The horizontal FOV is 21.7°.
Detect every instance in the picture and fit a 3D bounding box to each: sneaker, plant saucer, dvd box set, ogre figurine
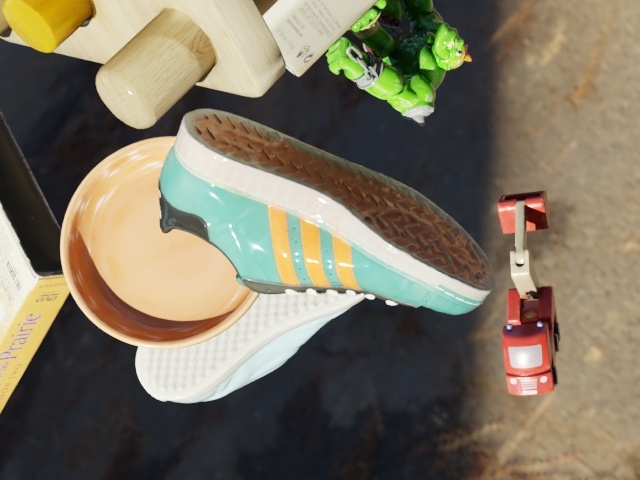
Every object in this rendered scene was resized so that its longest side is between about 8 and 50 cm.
[{"bbox_3d":[-0.043,0.063,1.925,0.366,0.150,0.135,-30,76,6],"label":"sneaker"},{"bbox_3d":[-0.138,0.003,1.533,0.200,0.200,0.037,-57,-13,-8],"label":"plant saucer"},{"bbox_3d":[-0.421,0.061,1.837,0.308,0.062,0.420,58,132,30],"label":"dvd box set"},{"bbox_3d":[0.073,-0.188,1.546,0.097,0.118,0.197,-37,23,18],"label":"ogre figurine"},{"bbox_3d":[0.000,0.000,1.446,0.121,0.302,0.108,-65,-4,31],"label":"sneaker"}]

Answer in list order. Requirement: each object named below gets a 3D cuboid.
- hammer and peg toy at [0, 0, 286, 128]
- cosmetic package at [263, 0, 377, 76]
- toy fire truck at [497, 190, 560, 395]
[{"bbox_3d":[-0.172,-0.222,0.783,0.266,0.361,0.127,18,57,45],"label":"hammer and peg toy"},{"bbox_3d":[0.028,-0.306,1.376,0.309,0.113,0.160,-43,69,2],"label":"cosmetic package"},{"bbox_3d":[0.197,0.046,1.585,0.047,0.135,0.192,-6,24,13],"label":"toy fire truck"}]
